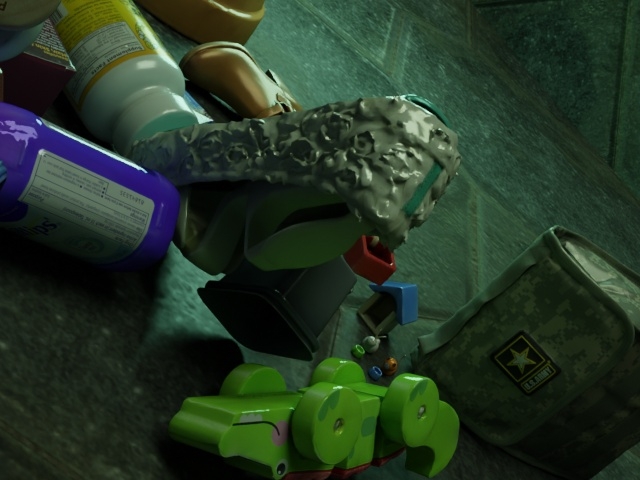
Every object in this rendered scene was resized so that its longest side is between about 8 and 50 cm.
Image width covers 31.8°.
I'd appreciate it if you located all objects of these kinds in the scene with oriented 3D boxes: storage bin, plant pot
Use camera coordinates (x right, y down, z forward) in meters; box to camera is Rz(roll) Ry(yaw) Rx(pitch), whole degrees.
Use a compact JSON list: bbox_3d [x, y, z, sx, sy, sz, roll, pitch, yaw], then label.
[{"bbox_3d":[-0.030,0.050,1.036,0.098,0.091,0.135,53,-25,-23],"label":"storage bin"},{"bbox_3d":[-0.164,-0.444,1.613,0.291,0.203,0.291,36,24,-19],"label":"plant pot"}]

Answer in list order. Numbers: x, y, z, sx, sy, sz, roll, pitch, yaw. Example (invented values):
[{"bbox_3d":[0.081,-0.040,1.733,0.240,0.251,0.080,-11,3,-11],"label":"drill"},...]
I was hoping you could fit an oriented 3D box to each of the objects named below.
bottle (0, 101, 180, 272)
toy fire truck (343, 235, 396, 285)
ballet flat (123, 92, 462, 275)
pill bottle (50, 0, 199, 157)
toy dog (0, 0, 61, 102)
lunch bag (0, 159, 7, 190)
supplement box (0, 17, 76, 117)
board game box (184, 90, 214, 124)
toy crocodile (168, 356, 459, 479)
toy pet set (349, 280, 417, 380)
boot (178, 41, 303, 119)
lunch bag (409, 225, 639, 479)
[{"bbox_3d":[-0.252,-0.057,0.913,0.282,0.118,0.092,26,69,-40],"label":"bottle"},{"bbox_3d":[0.000,0.000,1.204,0.047,0.135,0.192,26,29,-35],"label":"toy fire truck"},{"bbox_3d":[-0.060,-0.037,0.990,0.147,0.408,0.147,6,81,-42],"label":"ballet flat"},{"bbox_3d":[-0.215,-0.177,1.183,0.117,0.117,0.208,6,43,-55],"label":"pill bottle"},{"bbox_3d":[-0.365,-0.194,0.919,0.333,0.161,0.220,11,7,7],"label":"toy dog"},{"bbox_3d":[-0.274,0.055,0.536,0.115,0.243,0.303,38,23,-11],"label":"lunch bag"},{"bbox_3d":[-0.329,-0.212,1.105,0.104,0.081,0.188,16,35,-48],"label":"supplement box"},{"bbox_3d":[-0.181,-0.164,1.339,0.090,0.020,0.090,46,25,6],"label":"board game box"},{"bbox_3d":[0.007,0.166,0.991,0.115,0.105,0.340,8,1,36],"label":"toy crocodile"},{"bbox_3d":[0.070,0.083,1.264,0.122,0.065,0.114,51,25,17],"label":"toy pet set"},{"bbox_3d":[-0.083,-0.171,1.447,0.197,0.073,0.152,12,42,-47],"label":"boot"},{"bbox_3d":[0.274,0.131,1.293,0.287,0.235,0.169,28,30,-32],"label":"lunch bag"}]
